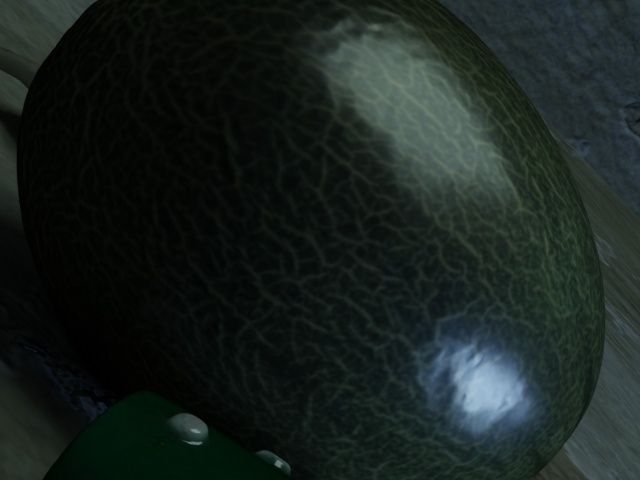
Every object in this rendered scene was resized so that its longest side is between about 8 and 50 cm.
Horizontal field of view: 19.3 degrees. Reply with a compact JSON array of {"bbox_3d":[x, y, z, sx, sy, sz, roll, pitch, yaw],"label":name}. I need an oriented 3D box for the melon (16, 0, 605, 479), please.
[{"bbox_3d":[0.000,0.000,0.884,0.301,0.237,0.237,47,13,-7],"label":"melon"}]

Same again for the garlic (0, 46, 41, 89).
[{"bbox_3d":[-0.098,-0.053,1.083,0.266,0.148,0.128,38,51,-43],"label":"garlic"}]

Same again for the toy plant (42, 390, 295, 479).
[{"bbox_3d":[0.000,0.158,0.690,0.243,0.112,0.232,35,14,-16],"label":"toy plant"}]
